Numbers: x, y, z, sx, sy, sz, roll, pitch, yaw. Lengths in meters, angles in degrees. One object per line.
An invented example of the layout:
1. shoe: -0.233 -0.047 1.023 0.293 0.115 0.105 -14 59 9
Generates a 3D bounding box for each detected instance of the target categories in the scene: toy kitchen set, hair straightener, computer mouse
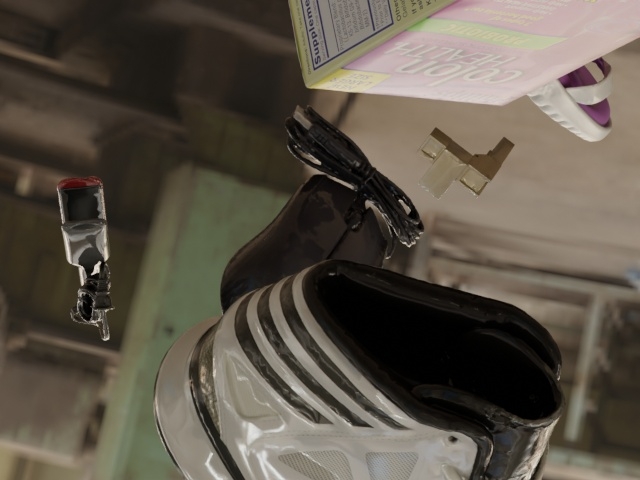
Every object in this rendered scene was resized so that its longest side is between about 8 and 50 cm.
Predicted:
1. toy kitchen set: 0.152 -0.090 1.865 0.083 0.075 0.068 37 137 0
2. hair straightener: -0.215 0.033 1.541 0.047 0.089 0.230 -4 153 -12
3. computer mouse: 0.000 0.000 1.632 0.188 0.272 0.072 43 141 -13

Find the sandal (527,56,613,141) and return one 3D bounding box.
1. sandal: 0.286 -0.214 1.971 0.102 0.169 0.416 -36 163 16

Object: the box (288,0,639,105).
1. box: 0.132 -0.198 1.232 0.214 0.117 0.243 1 163 -41

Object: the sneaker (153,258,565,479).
1. sneaker: 0.092 0.205 1.062 0.447 0.169 0.257 51 144 -2
